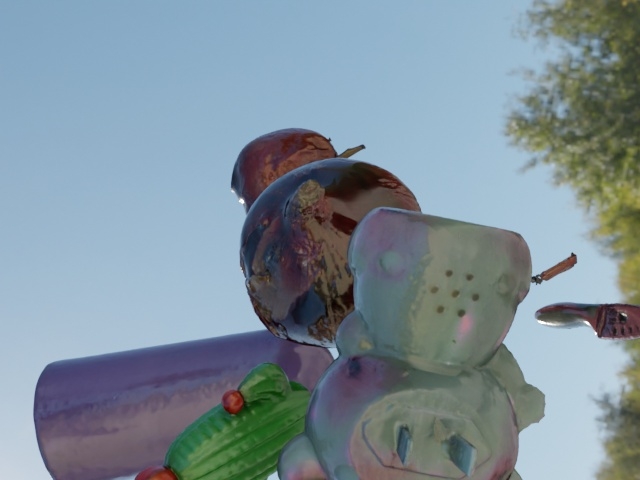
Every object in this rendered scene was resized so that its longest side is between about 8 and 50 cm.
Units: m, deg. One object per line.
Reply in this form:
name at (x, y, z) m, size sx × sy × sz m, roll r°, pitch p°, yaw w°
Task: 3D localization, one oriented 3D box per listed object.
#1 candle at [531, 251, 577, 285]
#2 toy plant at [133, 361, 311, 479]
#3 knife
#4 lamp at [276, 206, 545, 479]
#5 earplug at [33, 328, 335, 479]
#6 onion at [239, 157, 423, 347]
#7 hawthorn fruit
candle at (0.412, 0.055, 1.665) m, size 0.167 × 0.021 × 0.026 m, roll -21°, pitch -46°, yaw -49°
toy plant at (-0.102, 0.237, 1.013) m, size 0.240 × 0.088 × 0.155 m, roll -46°, pitch -39°, yaw -19°
knife at (0.264, 0.077, 0.904) m, size 0.247 × 0.018 × 0.036 m, roll 168°, pitch 102°, yaw -77°
lamp at (0.103, 0.128, 0.893) m, size 0.247 × 0.247 × 0.301 m, roll -175°, pitch 96°, yaw -84°
earplug at (-0.194, 0.249, 1.466) m, size 0.215 × 0.455 × 0.215 m, roll -13°, pitch -90°, yaw -82°
onion at (0.000, 0.000, 1.236) m, size 0.195 × 0.272 × 0.272 m, roll 46°, pitch -119°, yaw -49°
hawthorn fruit at (-0.034, -0.122, 1.837) m, size 0.266 × 0.210 × 0.230 m, roll -34°, pitch -77°, yaw -2°
